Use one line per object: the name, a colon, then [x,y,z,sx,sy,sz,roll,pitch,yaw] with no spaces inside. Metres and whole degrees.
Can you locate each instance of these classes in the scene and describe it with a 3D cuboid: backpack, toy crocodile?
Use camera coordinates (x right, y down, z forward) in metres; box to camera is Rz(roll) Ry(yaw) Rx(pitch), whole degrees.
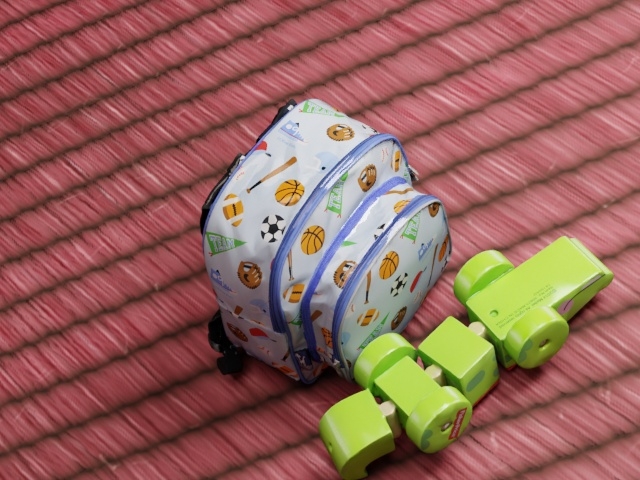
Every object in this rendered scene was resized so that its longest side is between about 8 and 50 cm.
backpack: [0.000,0.000,1.518,0.213,0.263,0.276,21,66,29]
toy crocodile: [0.145,0.117,1.503,0.340,0.105,0.115,-38,54,-13]
